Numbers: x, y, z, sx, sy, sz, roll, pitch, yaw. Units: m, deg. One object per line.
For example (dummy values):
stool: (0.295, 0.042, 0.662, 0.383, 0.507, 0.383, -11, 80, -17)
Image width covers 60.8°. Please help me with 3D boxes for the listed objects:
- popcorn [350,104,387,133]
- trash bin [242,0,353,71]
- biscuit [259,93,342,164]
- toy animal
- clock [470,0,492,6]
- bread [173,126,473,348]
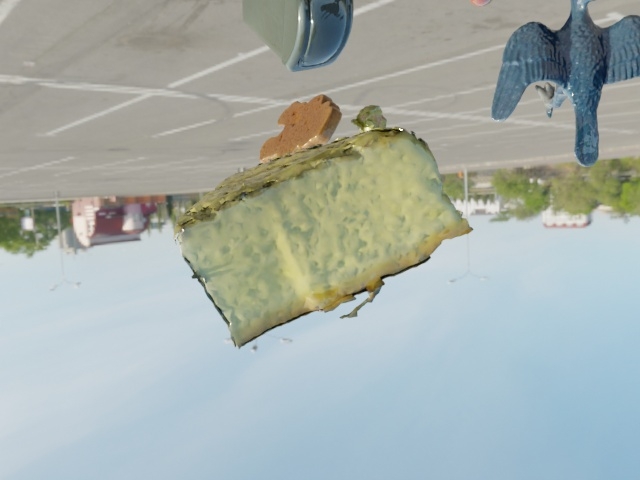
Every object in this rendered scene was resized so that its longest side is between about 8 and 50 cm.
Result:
popcorn: (0.140, -0.329, 1.527, 0.089, 0.096, 0.109, 1, -155, 31)
trash bin: (-0.045, -0.395, 0.900, 0.101, 0.176, 0.236, -20, -131, -24)
biscuit: (-0.047, -0.273, 1.375, 0.047, 0.202, 0.334, 33, 169, -26)
toy animal: (0.333, -0.231, 0.709, 0.239, 0.255, 0.176, -7, 158, 4)
clock: (0.279, -0.456, 0.817, 0.051, 0.205, 0.205, 27, -171, 7)
bread: (0.000, 0.000, 0.773, 0.315, 0.248, 0.279, -13, -157, 38)
